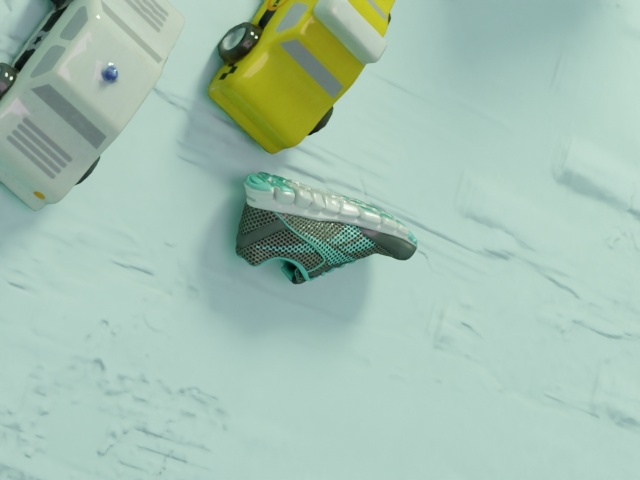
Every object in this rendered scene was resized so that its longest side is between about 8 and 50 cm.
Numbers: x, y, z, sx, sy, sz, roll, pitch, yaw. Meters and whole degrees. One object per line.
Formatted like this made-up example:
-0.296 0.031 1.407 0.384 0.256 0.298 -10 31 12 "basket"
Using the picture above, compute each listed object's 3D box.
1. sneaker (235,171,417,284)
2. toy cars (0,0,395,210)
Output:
0.000 0.000 1.476 0.166 0.065 0.076 15 100 -33 "sneaker"
-0.078 -0.138 1.381 0.393 0.087 0.176 -15 102 -35 "toy cars"
